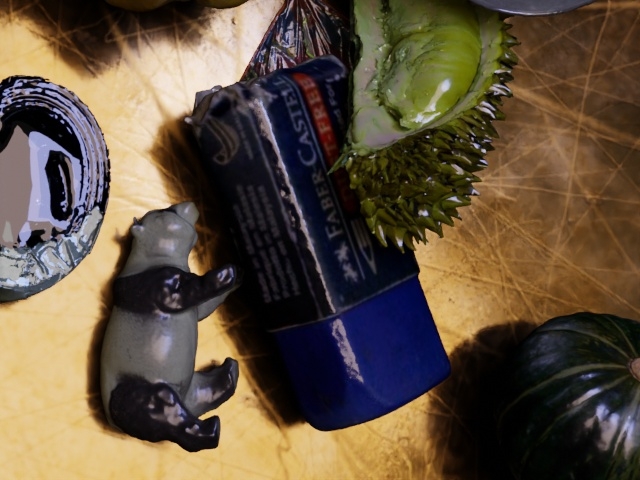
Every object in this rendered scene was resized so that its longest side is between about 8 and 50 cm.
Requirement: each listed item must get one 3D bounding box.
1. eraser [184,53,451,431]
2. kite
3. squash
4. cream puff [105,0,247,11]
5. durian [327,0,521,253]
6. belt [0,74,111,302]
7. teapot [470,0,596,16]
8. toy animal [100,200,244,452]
[{"bbox_3d":[0.000,0.000,1.442,0.155,0.102,0.332,-24,95,-48],"label":"eraser"},{"bbox_3d":[0.008,-0.163,1.537,0.232,0.009,0.189,-15,89,-19],"label":"kite"},{"bbox_3d":[0.269,0.171,1.492,0.218,0.218,0.172,16,120,-16],"label":"squash"},{"bbox_3d":[-0.142,-0.353,1.413,0.274,0.270,0.323,41,71,-46],"label":"cream puff"},{"bbox_3d":[0.087,-0.137,1.459,0.169,0.158,0.351,15,53,-10],"label":"durian"},{"bbox_3d":[-0.263,-0.042,1.401,0.151,0.078,0.198,12,78,-21],"label":"belt"},{"bbox_3d":[0.160,-0.379,1.438,0.253,0.300,0.344,46,29,-39],"label":"teapot"},{"bbox_3d":[-0.134,0.074,1.423,0.121,0.094,0.225,5,85,6],"label":"toy animal"}]
